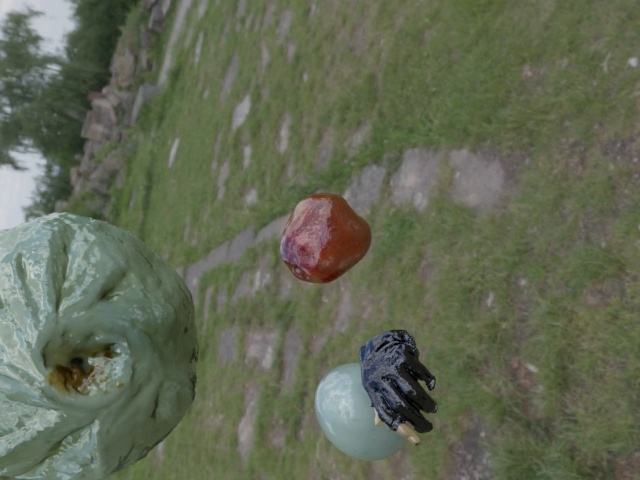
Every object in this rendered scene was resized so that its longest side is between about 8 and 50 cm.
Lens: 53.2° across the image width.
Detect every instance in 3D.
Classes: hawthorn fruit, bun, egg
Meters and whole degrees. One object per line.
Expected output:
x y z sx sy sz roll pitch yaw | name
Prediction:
0.000 0.000 0.978 0.138 0.133 0.133 -51 4 -35 | hawthorn fruit
-0.169 0.080 0.442 0.118 0.196 0.195 6 87 51 | bun
0.085 0.336 1.269 0.183 0.264 0.182 -17 52 23 | egg

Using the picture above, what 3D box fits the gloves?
0.130 0.255 1.083 0.129 0.106 0.180 -25 60 11 | gloves
